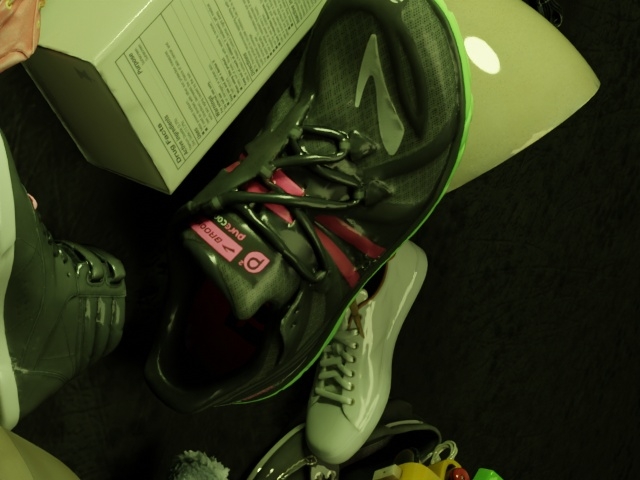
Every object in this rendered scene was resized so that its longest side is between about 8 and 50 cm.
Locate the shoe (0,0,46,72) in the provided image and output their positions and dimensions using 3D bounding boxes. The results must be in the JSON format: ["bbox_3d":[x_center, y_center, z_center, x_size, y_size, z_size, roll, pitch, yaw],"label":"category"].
[{"bbox_3d":[-0.231,-0.198,0.844,0.178,0.063,0.081,-52,144,-16],"label":"shoe"}]

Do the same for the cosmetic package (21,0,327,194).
[{"bbox_3d":[-0.102,-0.211,0.969,0.309,0.113,0.160,-52,143,-23],"label":"cosmetic package"}]

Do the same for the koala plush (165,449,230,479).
[{"bbox_3d":[-0.138,0.339,1.162,0.196,0.203,0.221,-41,125,-36],"label":"koala plush"}]

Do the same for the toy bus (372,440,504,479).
[{"bbox_3d":[0.110,0.322,1.395,0.191,0.202,0.104,-48,112,-6],"label":"toy bus"}]

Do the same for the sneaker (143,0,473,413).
[{"bbox_3d":[-0.018,-0.021,1.017,0.202,0.185,0.482,-26,145,-61],"label":"sneaker"}]

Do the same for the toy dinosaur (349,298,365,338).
[{"bbox_3d":[0.000,0.000,1.264,0.211,0.064,0.112,45,71,-29],"label":"toy dinosaur"}]

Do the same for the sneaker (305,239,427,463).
[{"bbox_3d":[0.027,0.118,1.347,0.123,0.106,0.290,30,74,-47],"label":"sneaker"}]

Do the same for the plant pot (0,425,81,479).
[{"bbox_3d":[-0.293,0.245,0.808,0.323,0.323,0.280,-67,162,-3],"label":"plant pot"}]

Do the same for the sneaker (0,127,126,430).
[{"bbox_3d":[-0.236,0.008,0.914,0.147,0.105,0.295,-34,139,-43],"label":"sneaker"}]

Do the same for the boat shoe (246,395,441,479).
[{"bbox_3d":[0.034,0.283,1.433,0.335,0.095,0.112,-19,122,-49],"label":"boat shoe"}]

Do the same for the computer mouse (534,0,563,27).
[{"bbox_3d":[0.354,-0.391,1.571,0.193,0.042,0.106,-57,143,-17],"label":"computer mouse"}]

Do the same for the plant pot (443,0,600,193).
[{"bbox_3d":[0.126,-0.177,1.208,0.284,0.284,0.191,-38,100,-38],"label":"plant pot"}]
